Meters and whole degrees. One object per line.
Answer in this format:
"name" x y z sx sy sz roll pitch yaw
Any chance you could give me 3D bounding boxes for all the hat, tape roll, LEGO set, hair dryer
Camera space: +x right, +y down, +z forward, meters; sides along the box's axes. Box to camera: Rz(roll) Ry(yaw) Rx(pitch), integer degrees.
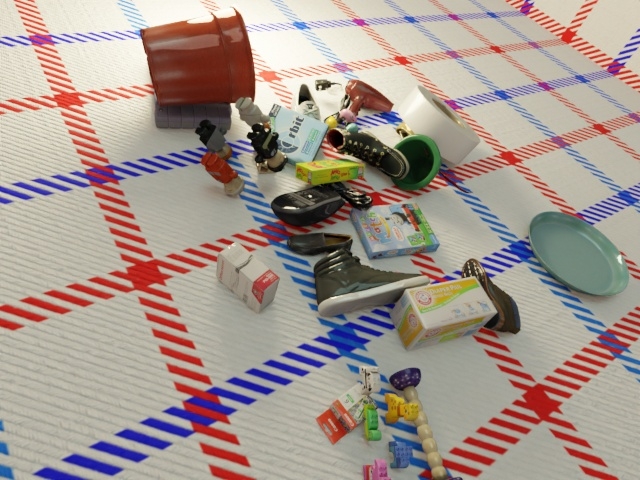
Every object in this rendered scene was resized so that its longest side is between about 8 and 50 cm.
"hat" 0.340 -0.217 1.402 0.183 0.173 0.209 14 50 -53
"tape roll" 0.397 -0.389 1.458 0.286 0.100 0.286 29 32 -20
"LEGO set" 0.135 0.346 0.817 0.087 0.093 0.227 9 62 -21
"hair dryer" 0.127 -0.481 1.559 0.293 0.080 0.224 -10 70 -17

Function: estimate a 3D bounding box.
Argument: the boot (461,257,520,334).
"boot" 0.440 0.148 1.130 0.106 0.082 0.219 24 40 -26

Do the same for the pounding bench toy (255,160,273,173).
"pounding bench toy" -0.139 -0.236 1.261 0.083 0.065 0.052 -6 53 -22

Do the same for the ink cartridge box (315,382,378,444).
"ink cartridge box" 0.053 0.342 0.863 0.115 0.029 0.063 -26 63 -33

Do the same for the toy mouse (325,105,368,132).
"toy mouse" 0.090 -0.392 1.437 0.143 0.031 0.161 9 56 1

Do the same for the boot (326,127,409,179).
"boot" 0.140 -0.264 1.324 0.178 0.085 0.236 -5 42 -43

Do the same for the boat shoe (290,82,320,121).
"boat shoe" -0.041 -0.412 1.420 0.096 0.088 0.268 4 51 -14

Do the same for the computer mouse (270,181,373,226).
"computer mouse" -0.009 -0.088 1.167 0.272 0.072 0.188 -17 35 -34

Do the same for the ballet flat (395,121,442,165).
"ballet flat" 0.328 -0.318 1.481 0.073 0.080 0.232 -25 55 0

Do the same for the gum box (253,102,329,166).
"gum box" -0.088 -0.313 1.320 0.184 0.041 0.157 22 73 2

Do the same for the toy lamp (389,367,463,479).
"toy lamp" 0.208 0.391 0.841 0.080 0.080 0.275 -1 49 -17

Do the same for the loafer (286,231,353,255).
"loafer" 0.000 0.000 1.109 0.170 0.061 0.062 1 52 -15

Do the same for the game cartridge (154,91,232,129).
"game cartridge" -0.413 -0.488 1.394 0.230 0.068 0.355 -6 53 -16

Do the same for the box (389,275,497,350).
"box" 0.284 0.170 1.021 0.203 0.114 0.103 -8 54 -21

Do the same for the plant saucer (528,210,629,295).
"plant saucer" 0.772 0.041 1.323 0.317 0.044 0.318 8 50 -10

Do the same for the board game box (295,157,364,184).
"board game box" 0.028 -0.202 1.263 0.181 0.043 0.092 -12 28 -32

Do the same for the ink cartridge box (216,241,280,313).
"ink cartridge box" -0.163 0.082 0.967 0.135 0.099 0.056 38 51 15

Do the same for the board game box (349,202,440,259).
"board game box" 0.205 -0.030 1.212 0.211 0.039 0.160 -7 54 -21

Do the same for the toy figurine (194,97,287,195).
"toy figurine" -0.210 -0.249 1.163 0.213 0.148 0.210 -30 53 7

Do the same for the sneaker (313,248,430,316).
"sneaker" 0.117 0.080 1.048 0.295 0.105 0.147 -9 60 -18

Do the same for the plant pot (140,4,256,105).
"plant pot" -0.350 -0.503 1.234 0.265 0.272 0.272 -15 57 -17
